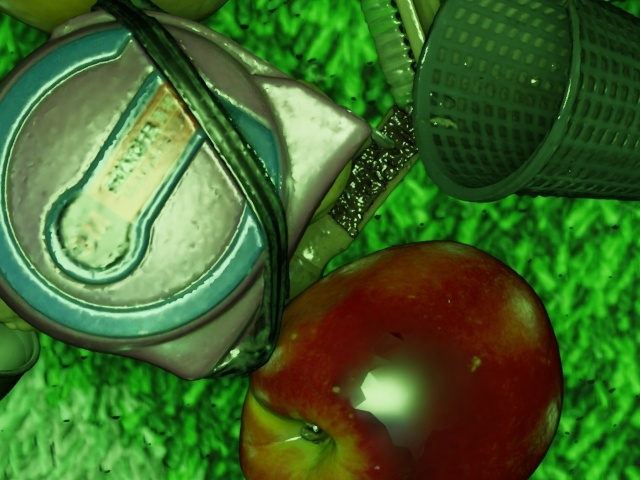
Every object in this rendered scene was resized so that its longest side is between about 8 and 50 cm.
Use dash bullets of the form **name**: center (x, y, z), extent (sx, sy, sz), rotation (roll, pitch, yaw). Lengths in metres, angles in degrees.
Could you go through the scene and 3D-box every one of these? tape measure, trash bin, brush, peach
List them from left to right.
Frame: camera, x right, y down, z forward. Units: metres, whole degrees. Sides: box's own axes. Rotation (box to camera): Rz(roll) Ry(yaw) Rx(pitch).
- **tape measure**: center (-0.109, -0.031, 1.294), extent (0.245, 0.149, 0.231), rotation (34, 89, -4)
- **brush**: center (0.000, 0.000, 1.467), extent (0.043, 0.036, 0.248), rotation (39, 102, 2)
- **brush**: center (0.040, -0.225, 1.414), extent (0.048, 0.054, 0.282), rotation (-14, 98, 28)
- **peach**: center (0.059, 0.111, 1.392), extent (0.243, 0.243, 0.199), rotation (-32, 77, 11)
- **trash bin**: center (0.174, -0.100, 1.358), extent (0.161, 0.175, 0.175), rotation (10, 104, -35)

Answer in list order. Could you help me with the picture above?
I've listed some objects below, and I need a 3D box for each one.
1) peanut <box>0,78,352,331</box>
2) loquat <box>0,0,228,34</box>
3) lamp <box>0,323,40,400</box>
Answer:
- **peanut**: center (-0.125, -0.015, 1.429), extent (0.319, 0.147, 0.147), rotation (-20, 98, 6)
- **loquat**: center (-0.159, -0.226, 1.374), extent (0.227, 0.179, 0.179), rotation (16, 102, -5)
- **lamp**: center (-0.321, 0.143, 1.488), extent (0.172, 0.147, 0.227), rotation (24, 112, -22)
